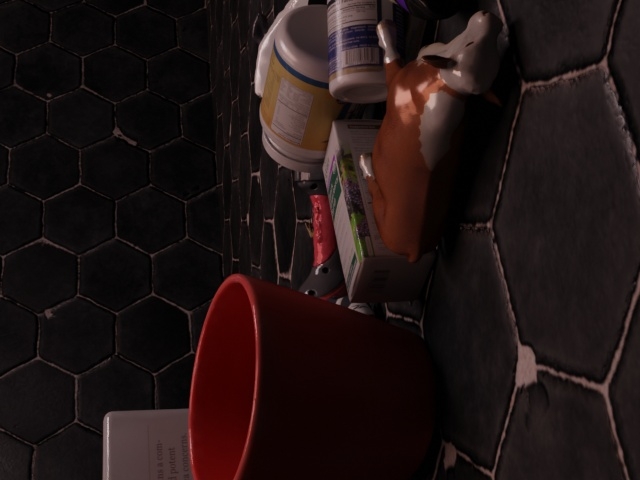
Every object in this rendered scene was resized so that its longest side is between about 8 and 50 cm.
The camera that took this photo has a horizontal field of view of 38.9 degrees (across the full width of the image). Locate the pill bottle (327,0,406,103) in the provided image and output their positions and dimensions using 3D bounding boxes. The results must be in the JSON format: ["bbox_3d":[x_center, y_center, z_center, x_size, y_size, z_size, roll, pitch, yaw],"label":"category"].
[{"bbox_3d":[0.055,-0.260,1.101,0.094,0.094,0.169,148,122,-75],"label":"pill bottle"}]

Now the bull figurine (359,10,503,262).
[{"bbox_3d":[0.109,-0.124,0.978,0.188,0.101,0.310,-102,18,-48],"label":"bull figurine"}]

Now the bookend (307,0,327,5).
[{"bbox_3d":[0.025,-0.312,1.357,0.156,0.072,0.157,84,-170,-52],"label":"bookend"}]

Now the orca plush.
[{"bbox_3d":[-0.033,-0.384,1.610,0.102,0.151,0.287,-11,-67,-65],"label":"orca plush"}]

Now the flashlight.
[{"bbox_3d":[0.000,0.000,1.431,0.103,0.103,0.304,-11,-83,-64],"label":"flashlight"}]

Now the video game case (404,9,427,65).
[{"bbox_3d":[0.102,-0.340,1.175,0.227,0.026,0.206,-103,17,-46],"label":"video game case"}]

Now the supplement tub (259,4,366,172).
[{"bbox_3d":[-0.005,-0.205,1.248,0.200,0.144,0.144,108,158,-49],"label":"supplement tub"}]

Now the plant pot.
[{"bbox_3d":[-0.010,0.192,1.104,0.275,0.243,0.275,-170,90,-68],"label":"plant pot"}]

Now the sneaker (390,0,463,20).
[{"bbox_3d":[0.130,-0.359,0.907,0.146,0.102,0.293,-115,23,-53],"label":"sneaker"}]

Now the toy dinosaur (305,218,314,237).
[{"bbox_3d":[0.008,-0.001,1.535,0.093,0.053,0.183,-114,26,-57],"label":"toy dinosaur"}]

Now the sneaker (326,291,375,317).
[{"bbox_3d":[0.029,0.165,1.351,0.235,0.094,0.153,103,163,-44],"label":"sneaker"}]

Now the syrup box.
[{"bbox_3d":[0.069,-0.042,1.164,0.093,0.096,0.237,105,160,-49],"label":"syrup box"}]

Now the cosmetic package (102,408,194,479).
[{"bbox_3d":[-0.098,0.446,1.237,0.327,0.393,0.329,103,163,-45],"label":"cosmetic package"}]
